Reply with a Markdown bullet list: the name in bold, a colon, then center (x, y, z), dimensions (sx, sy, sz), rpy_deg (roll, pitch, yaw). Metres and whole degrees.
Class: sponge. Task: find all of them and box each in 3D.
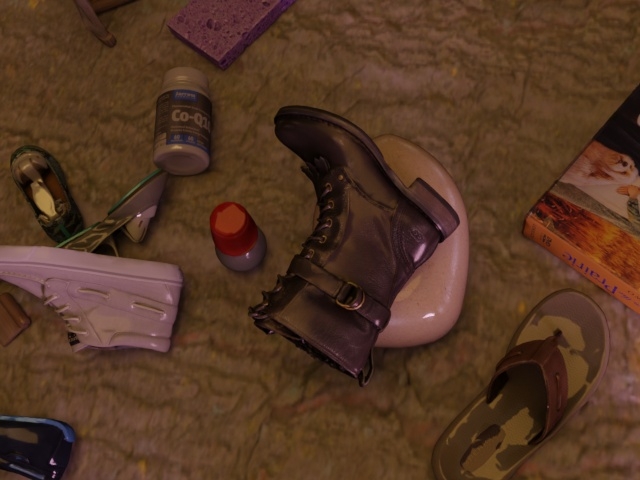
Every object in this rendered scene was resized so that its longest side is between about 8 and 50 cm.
- **sponge**: center (-0.119, -0.363, 1.197), dimensions (0.117, 0.031, 0.210), rpy_deg (39, 79, 22)

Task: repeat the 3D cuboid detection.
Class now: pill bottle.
- **pill bottle**: center (-0.191, -0.167, 1.102), dimensions (0.078, 0.078, 0.137), rpy_deg (-5, 67, 8)

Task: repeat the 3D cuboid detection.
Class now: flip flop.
- **flip flop**: center (0.228, 0.171, 0.884), dimensions (0.112, 0.080, 0.277), rpy_deg (40, 79, 22)

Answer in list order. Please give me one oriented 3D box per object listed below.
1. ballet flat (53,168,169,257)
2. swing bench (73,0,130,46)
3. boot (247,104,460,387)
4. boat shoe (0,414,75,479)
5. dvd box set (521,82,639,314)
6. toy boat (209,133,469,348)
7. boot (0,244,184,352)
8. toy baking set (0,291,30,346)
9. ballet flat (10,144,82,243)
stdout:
- **ballet flat**: center (-0.277, -0.010, 1.067), dimensions (0.213, 0.072, 0.068), rpy_deg (-38, 94, -6)
- **swing bench**: center (-0.302, -0.471, 1.154), dimensions (0.255, 0.253, 0.165), rpy_deg (-37, 66, -7)
- **boot**: center (0.000, 0.000, 0.849), dimensions (0.263, 0.091, 0.229), rpy_deg (37, 76, 10)
- **boat shoe**: center (-0.434, 0.253, 0.953), dimensions (0.258, 0.109, 0.089), rpy_deg (0, 71, 12)
- **dvd box set**: center (0.500, -0.007, 0.922), dimensions (0.420, 0.062, 0.307), rpy_deg (39, 79, 22)
- **toy boat**: center (0.022, -0.001, 0.974), dimensions (0.318, 0.148, 0.267), rpy_deg (3, 73, 3)
- **boot**: center (-0.306, 0.077, 0.978), dimensions (0.258, 0.095, 0.123), rpy_deg (7, 83, -7)
- **toy baking set**: center (-0.520, 0.098, 1.073), dimensions (0.256, 0.030, 0.197), rpy_deg (19, 72, 17)
- **ballet flat**: center (-0.392, -0.079, 1.107), dimensions (0.070, 0.070, 0.188), rpy_deg (-37, 66, -7)
